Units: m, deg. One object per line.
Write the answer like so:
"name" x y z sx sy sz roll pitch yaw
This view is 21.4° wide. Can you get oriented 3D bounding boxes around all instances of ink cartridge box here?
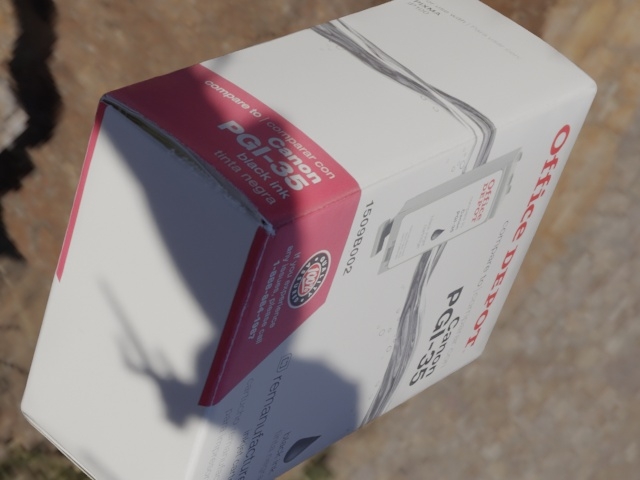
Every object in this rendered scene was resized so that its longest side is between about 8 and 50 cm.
"ink cartridge box" 0.000 0.000 0.890 0.283 0.117 0.207 -25 143 -46
